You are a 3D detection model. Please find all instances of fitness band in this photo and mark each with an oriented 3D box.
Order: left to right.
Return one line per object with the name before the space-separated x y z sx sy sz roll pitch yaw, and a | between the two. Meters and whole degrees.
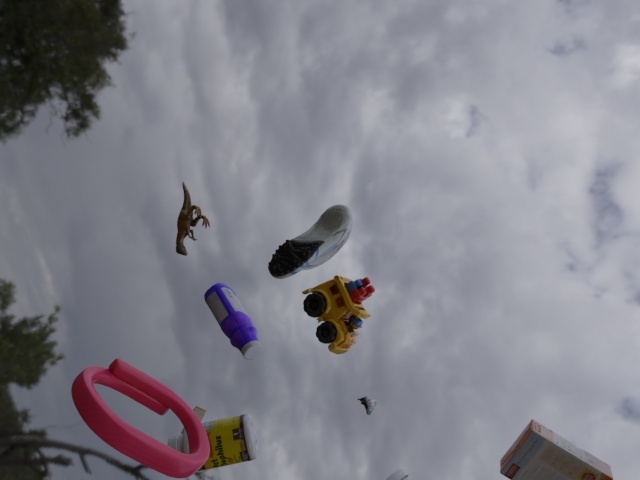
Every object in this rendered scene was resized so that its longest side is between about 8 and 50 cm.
fitness band | -0.325 0.326 1.277 0.291 0.054 0.209 40 9 -31

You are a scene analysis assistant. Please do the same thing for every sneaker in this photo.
sneaker | -0.015 0.014 1.532 0.085 0.237 0.086 33 -29 34
sneaker | 0.165 0.603 2.560 0.069 0.098 0.038 29 -74 10

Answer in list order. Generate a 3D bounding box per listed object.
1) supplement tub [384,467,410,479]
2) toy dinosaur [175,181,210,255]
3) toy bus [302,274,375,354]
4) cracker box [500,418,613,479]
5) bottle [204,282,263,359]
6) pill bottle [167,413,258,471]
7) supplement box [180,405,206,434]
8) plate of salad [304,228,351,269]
supplement tub | 0.233 0.706 1.663 0.272 0.191 0.191 43 -36 23
toy dinosaur | -0.349 -0.069 1.822 0.112 0.064 0.211 -3 -105 31
toy bus | 0.080 0.213 2.144 0.149 0.211 0.220 24 38 -63
cracker box | 0.603 0.589 1.789 0.232 0.067 0.155 31 -69 4
bottle | -0.275 0.260 2.230 0.283 0.092 0.118 51 4 38
pill bottle | -0.273 0.519 1.770 0.117 0.215 0.117 -12 90 -90
supplement box | -0.374 0.538 2.026 0.036 0.098 0.062 29 -32 -8
plate of salad | 0.000 0.000 1.891 0.048 0.200 0.199 47 -35 30
